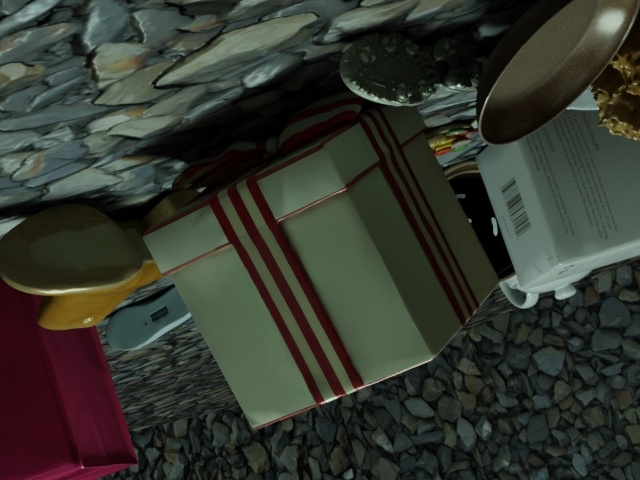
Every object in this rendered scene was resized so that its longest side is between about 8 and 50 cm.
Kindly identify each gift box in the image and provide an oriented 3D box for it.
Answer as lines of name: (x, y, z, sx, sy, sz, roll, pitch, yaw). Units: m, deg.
gift box: (0.000, 0.000, 1.475, 0.255, 0.258, 0.276, -25, -172, 24)

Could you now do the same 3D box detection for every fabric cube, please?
fabric cube: (-0.405, 0.198, 1.785, 0.258, 0.254, 0.259, -19, 169, 5)

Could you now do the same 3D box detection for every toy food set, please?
toy food set: (0.145, -0.117, 1.734, 0.082, 0.020, 0.083, -17, 169, -7)

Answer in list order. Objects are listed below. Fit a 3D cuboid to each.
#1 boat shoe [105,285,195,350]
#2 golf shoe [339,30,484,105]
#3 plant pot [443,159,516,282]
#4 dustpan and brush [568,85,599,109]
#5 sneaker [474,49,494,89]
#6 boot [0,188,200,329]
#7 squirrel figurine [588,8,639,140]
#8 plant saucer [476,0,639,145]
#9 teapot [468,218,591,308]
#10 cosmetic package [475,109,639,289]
boat shoe: (-0.229, 0.115, 2.184, 0.183, 0.065, 0.083, -25, 167, 29)
golf shoe: (0.069, -0.145, 1.332, 0.176, 0.069, 0.086, -7, 171, -45)
plant pot: (0.204, -0.020, 2.013, 0.167, 0.167, 0.165, -17, 179, -5)
dustpan and brush: (0.377, -0.181, 1.686, 0.211, 0.060, 0.147, -12, 168, -31)
sneaker: (0.210, -0.163, 1.480, 0.077, 0.072, 0.178, -32, 171, 18)
boot: (-0.262, 0.044, 1.585, 0.295, 0.104, 0.211, -19, 163, -48)
squirrel figurine: (0.467, -0.138, 1.501, 0.281, 0.397, 0.370, -51, -160, 9)
plant saucer: (0.210, -0.172, 1.353, 0.198, 0.036, 0.198, -34, 156, -18)
teapot: (0.340, 0.001, 2.242, 0.252, 0.187, 0.256, -22, 170, 23)
cosmetic package: (0.412, -0.086, 1.883, 0.365, 0.197, 0.155, -14, 169, -15)
